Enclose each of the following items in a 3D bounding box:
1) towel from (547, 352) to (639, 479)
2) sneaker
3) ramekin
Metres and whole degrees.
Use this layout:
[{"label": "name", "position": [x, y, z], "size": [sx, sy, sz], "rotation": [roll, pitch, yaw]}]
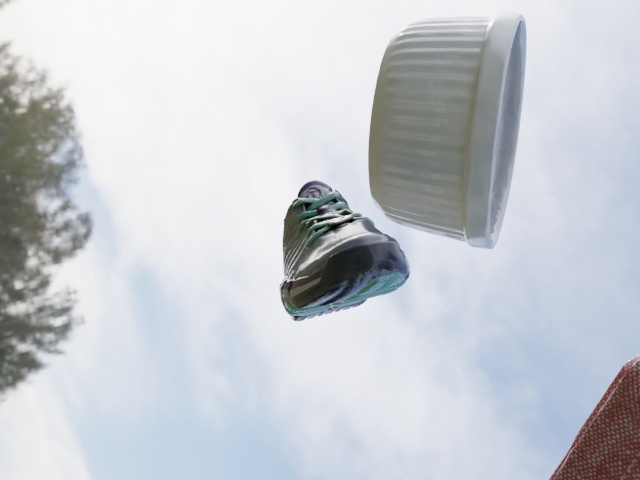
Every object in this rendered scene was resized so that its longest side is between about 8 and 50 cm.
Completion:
[{"label": "towel", "position": [0.151, 0.212, 0.253], "size": [0.329, 0.037, 0.237], "rotation": [39, -76, 34]}, {"label": "sneaker", "position": [0.000, 0.000, 0.729], "size": [0.224, 0.083, 0.098], "rotation": [138, -62, -77]}, {"label": "ramekin", "position": [0.114, -0.102, 0.922], "size": [0.207, 0.109, 0.207], "rotation": [8, 90, -76]}]
